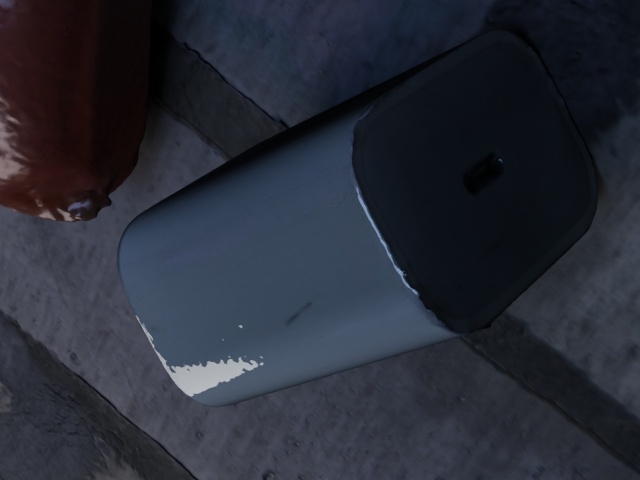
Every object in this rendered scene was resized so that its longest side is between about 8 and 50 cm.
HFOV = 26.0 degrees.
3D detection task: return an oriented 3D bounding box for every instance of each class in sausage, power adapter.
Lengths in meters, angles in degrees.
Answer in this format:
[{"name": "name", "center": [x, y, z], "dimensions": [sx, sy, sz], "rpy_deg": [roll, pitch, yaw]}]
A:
[{"name": "sausage", "center": [-0.179, -0.127, 0.871], "dimensions": [0.148, 0.148, 0.254], "rpy_deg": [32, 131, 20]}, {"name": "power adapter", "center": [0.000, 0.000, 0.768], "dimensions": [0.255, 0.187, 0.124], "rpy_deg": [-23, 98, 43]}]
